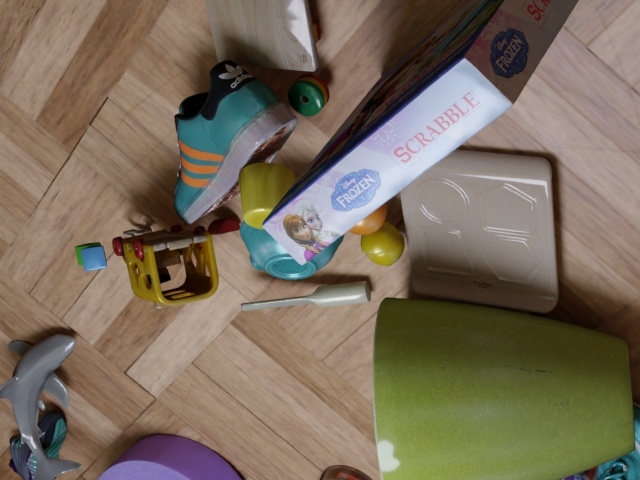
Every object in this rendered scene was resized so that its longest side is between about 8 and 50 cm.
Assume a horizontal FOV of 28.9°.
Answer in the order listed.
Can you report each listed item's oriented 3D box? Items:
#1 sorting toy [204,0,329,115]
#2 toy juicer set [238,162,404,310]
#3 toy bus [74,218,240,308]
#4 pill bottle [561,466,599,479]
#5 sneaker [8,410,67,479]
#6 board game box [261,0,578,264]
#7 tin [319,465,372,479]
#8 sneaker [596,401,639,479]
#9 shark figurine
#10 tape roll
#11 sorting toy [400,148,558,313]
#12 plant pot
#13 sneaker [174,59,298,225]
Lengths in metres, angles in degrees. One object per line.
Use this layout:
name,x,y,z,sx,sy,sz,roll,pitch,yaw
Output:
sorting toy,-0.067,-0.278,1.448,0.132,0.046,0.274,8,129,25
toy juicer set,0.000,0.000,1.596,0.209,0.089,0.329,2,152,-2
toy bus,-0.213,0.038,1.682,0.191,0.202,0.104,-7,96,21
pill bottle,0.276,0.313,1.679,0.194,0.108,0.108,25,134,10
sneaker,-0.514,0.362,2.198,0.098,0.083,0.223,33,134,13
board game box,0.116,-0.153,1.254,0.066,0.318,0.319,45,133,-8
tin,0.040,0.433,1.963,0.106,0.040,0.189,16,131,13
sneaker,0.379,0.341,1.565,0.107,0.110,0.275,-2,82,53
shark figurine,-0.490,0.276,2.047,0.166,0.116,0.278,14,108,28
tape roll,-0.246,0.465,2.074,0.275,0.090,0.274,10,115,22
sorting toy,0.195,-0.017,1.518,0.193,0.038,0.208,8,124,25
plant pot,0.232,0.198,1.530,0.294,0.274,0.274,-4,124,13
sneaker,-0.130,-0.123,1.565,0.121,0.108,0.302,52,146,4
